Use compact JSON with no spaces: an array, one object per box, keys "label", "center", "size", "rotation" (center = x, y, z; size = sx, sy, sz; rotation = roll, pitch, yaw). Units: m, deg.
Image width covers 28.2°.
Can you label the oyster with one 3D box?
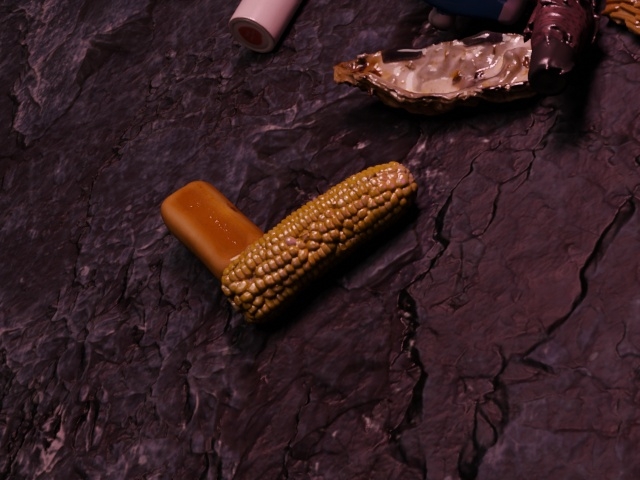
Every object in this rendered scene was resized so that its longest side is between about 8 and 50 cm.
[{"label":"oyster","center":[0.164,-0.227,1.740],"size":[0.345,0.078,0.129],"rotation":[3,55,34]}]

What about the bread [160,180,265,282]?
[{"label":"bread","center":[-0.144,-0.005,1.797],"size":[0.092,0.074,0.239],"rotation":[-32,36,-13]}]

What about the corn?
[{"label":"corn","center":[0.000,0.000,1.647],"size":[0.291,0.101,0.101],"rotation":[-35,37,7]}]

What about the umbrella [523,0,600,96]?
[{"label":"umbrella","center":[0.314,-0.294,1.634],"size":[0.094,0.090,0.326],"rotation":[14,45,3]}]

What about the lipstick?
[{"label":"lipstick","center":[-0.045,-0.466,2.154],"size":[0.087,0.087,0.327],"rotation":[1,54,43]}]

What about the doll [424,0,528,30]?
[{"label":"doll","center":[0.203,-0.466,1.806],"size":[0.240,0.284,0.310],"rotation":[13,47,-1]}]

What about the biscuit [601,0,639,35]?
[{"label":"biscuit","center":[0.431,-0.290,1.560],"size":[0.228,0.031,0.176],"rotation":[-18,60,51]}]
